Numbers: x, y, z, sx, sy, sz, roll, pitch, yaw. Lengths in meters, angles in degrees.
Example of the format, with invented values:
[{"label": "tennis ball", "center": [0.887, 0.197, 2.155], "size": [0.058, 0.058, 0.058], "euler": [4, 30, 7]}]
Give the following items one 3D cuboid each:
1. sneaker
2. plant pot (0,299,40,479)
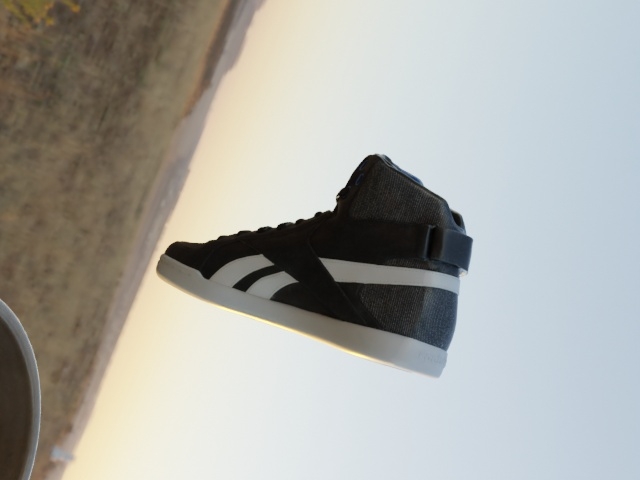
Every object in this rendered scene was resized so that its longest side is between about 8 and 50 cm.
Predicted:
[{"label": "sneaker", "center": [0.000, 0.000, 0.587], "size": [0.217, 0.079, 0.121], "euler": [15, -98, 35]}, {"label": "plant pot", "center": [-0.402, 0.153, 0.785], "size": [0.263, 0.229, 0.263], "euler": [4, 90, -70]}]
